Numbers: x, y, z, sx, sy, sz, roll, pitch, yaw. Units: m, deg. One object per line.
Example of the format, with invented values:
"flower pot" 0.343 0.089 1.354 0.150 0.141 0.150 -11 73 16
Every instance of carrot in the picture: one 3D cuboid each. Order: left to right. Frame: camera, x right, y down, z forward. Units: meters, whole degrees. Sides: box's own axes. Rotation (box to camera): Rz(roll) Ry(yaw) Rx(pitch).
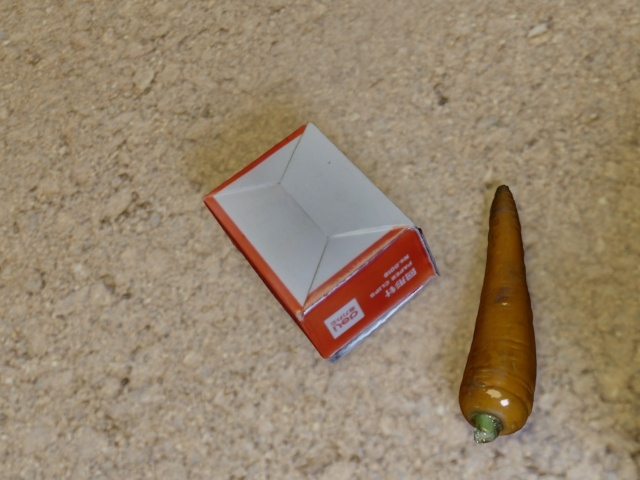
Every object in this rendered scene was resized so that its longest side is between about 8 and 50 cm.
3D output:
"carrot" 0.156 0.058 0.921 0.061 0.061 0.256 -3 52 21

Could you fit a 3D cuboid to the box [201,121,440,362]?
"box" 0.000 0.000 0.986 0.133 0.099 0.182 -39 53 -5
